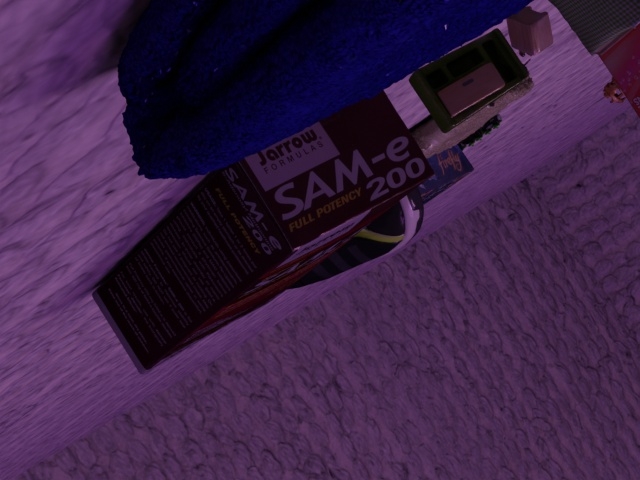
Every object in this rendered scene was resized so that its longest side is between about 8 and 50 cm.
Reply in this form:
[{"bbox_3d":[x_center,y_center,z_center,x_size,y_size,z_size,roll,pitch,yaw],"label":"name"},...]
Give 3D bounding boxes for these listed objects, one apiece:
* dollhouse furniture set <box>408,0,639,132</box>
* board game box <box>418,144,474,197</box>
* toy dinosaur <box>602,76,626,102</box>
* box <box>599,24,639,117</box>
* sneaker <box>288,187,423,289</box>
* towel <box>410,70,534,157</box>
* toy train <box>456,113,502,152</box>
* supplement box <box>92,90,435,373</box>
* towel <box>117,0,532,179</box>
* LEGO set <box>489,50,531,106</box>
[{"bbox_3d":[0.097,-0.109,0.743,0.059,0.076,0.152,-32,177,-21],"label":"dollhouse furniture set"},{"bbox_3d":[0.045,-0.028,1.528,0.165,0.042,0.243,-35,175,30],"label":"board game box"},{"bbox_3d":[0.395,-0.238,1.299,0.322,0.164,0.218,-15,167,20],"label":"toy dinosaur"},{"bbox_3d":[0.282,-0.185,0.869,0.257,0.128,0.123,-34,176,29],"label":"box"},{"bbox_3d":[0.000,0.000,1.234,0.097,0.084,0.235,-28,174,-34],"label":"sneaker"},{"bbox_3d":[0.132,-0.111,1.312,0.110,0.027,0.148,-36,175,29],"label":"towel"},{"bbox_3d":[0.168,-0.115,1.599,0.083,0.017,0.024,-35,-175,34],"label":"toy train"},{"bbox_3d":[-0.045,-0.002,0.967,0.130,0.073,0.239,-29,174,-36],"label":"supplement box"},{"bbox_3d":[0.088,-0.124,0.509,0.308,0.076,0.228,-30,174,-29],"label":"towel"},{"bbox_3d":[0.150,-0.141,1.178,0.054,0.023,0.083,-31,163,-52],"label":"LEGO set"}]
